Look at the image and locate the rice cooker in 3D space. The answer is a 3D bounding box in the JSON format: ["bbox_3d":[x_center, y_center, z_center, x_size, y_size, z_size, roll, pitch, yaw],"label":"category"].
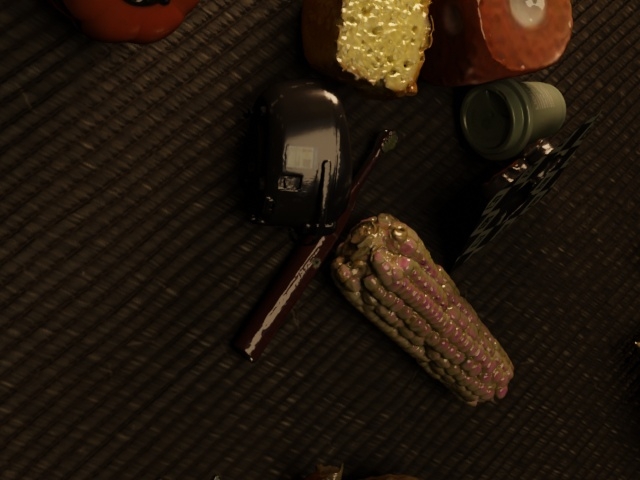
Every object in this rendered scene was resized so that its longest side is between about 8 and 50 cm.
[{"bbox_3d":[-0.028,-0.095,1.178,0.118,0.142,0.203,1,92,-19],"label":"rice cooker"}]

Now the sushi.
[{"bbox_3d":[0.265,-0.079,1.353,0.231,0.219,0.047,-37,72,-24],"label":"sushi"}]

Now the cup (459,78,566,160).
[{"bbox_3d":[0.277,-0.181,1.379,0.141,0.120,0.120,-19,103,-40],"label":"cup"}]

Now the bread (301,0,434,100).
[{"bbox_3d":[0.049,-0.287,1.212,0.143,0.139,0.228,12,80,-33],"label":"bread"}]

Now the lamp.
[{"bbox_3d":[-0.215,-0.306,1.040,0.188,0.164,0.187,-18,127,-26],"label":"lamp"}]

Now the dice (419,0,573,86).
[{"bbox_3d":[0.212,-0.304,1.293,0.174,0.179,0.174,-21,108,-30],"label":"dice"}]

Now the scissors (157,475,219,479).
[{"bbox_3d":[-0.174,0.412,1.192,0.144,0.017,0.247,7,88,-32],"label":"scissors"}]

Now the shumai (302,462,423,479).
[{"bbox_3d":[0.040,0.358,1.257,0.175,0.166,0.206,43,69,-3],"label":"shumai"}]

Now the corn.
[{"bbox_3d":[0.142,0.102,1.312,0.126,0.127,0.335,-52,120,-18],"label":"corn"}]

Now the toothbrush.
[{"bbox_3d":[-0.001,0.000,1.258,0.041,0.041,0.364,42,72,-26],"label":"toothbrush"}]

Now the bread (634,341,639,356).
[{"bbox_3d":[0.644,0.167,1.582,0.314,0.191,0.370,-29,95,-21],"label":"bread"}]
